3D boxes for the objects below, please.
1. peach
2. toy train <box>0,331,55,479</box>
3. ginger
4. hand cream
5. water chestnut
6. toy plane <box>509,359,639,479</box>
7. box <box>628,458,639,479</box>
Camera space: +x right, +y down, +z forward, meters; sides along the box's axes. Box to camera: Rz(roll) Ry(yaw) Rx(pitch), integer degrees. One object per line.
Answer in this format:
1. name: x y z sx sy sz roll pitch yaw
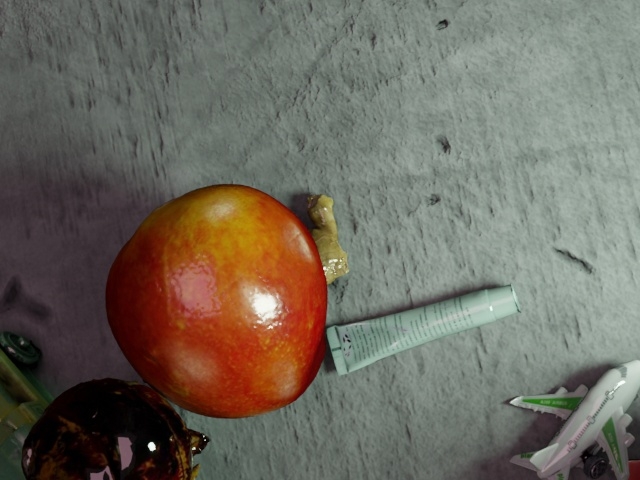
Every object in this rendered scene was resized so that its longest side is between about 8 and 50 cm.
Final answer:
1. peach: -0.158 0.110 1.759 0.388 0.388 0.388 -2 83 15
2. toy train: -0.541 0.297 1.899 0.369 0.237 0.150 43 99 16
3. ginger: -0.008 0.003 1.883 0.096 0.067 0.165 -17 67 12
4. hand cream: 0.170 0.143 1.821 0.331 0.058 0.085 -18 81 12
5. water chestnut: -0.313 0.347 1.675 0.289 0.244 0.289 -14 57 22
6. toy plane: 0.425 0.291 1.712 0.255 0.101 0.251 -44 38 -8
7. box: 0.532 0.413 1.715 0.090 0.023 0.133 -3 83 12
